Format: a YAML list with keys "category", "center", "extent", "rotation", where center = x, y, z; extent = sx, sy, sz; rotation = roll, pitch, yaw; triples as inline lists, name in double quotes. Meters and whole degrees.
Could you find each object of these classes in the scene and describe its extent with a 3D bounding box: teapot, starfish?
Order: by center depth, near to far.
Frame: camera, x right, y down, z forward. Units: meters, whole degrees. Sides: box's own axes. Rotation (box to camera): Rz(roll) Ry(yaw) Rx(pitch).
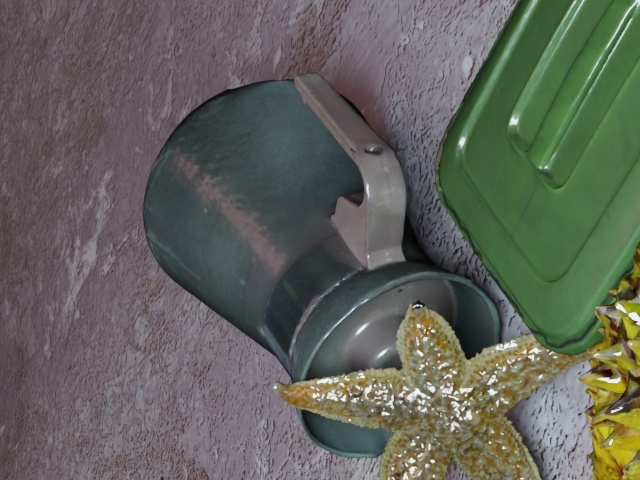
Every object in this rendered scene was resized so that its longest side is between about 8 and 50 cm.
- category: "starfish"
  center: [0.120, 0.152, 1.108]
  extent: [0.048, 0.295, 0.231]
  rotation: [-57, -48, -81]
- category: "teapot"
  center: [0.000, 0.000, 1.288]
  extent: [0.344, 0.253, 0.300]
  rotation: [50, 146, 45]

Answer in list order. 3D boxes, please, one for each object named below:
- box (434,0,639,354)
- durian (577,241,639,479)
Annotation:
- category: "box"
  center: [0.249, -0.097, 0.974]
  extent: [0.328, 0.178, 0.252]
  rotation: [-63, 32, 28]
- category: "durian"
  center: [0.227, 0.021, 0.743]
  extent: [0.191, 0.112, 0.341]
  rotation: [-138, 61, -63]
